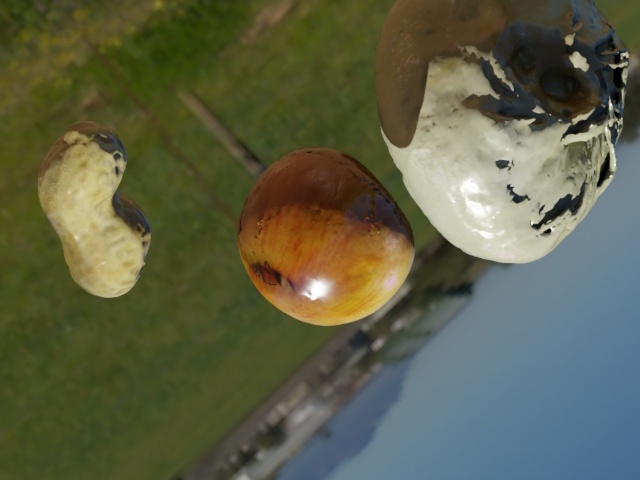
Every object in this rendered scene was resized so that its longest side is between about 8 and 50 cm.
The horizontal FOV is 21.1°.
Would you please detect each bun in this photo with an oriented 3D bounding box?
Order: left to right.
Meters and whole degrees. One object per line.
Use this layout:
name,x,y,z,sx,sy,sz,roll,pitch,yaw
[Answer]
bun,0.179,-0.130,1.510,0.146,0.287,0.287,-14,-161,46

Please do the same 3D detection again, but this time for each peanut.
peanut,-0.247,-0.033,1.869,0.103,0.098,0.229,-30,132,-18

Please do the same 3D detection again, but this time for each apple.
apple,0.000,0.000,1.362,0.146,0.146,0.146,-43,175,-5
